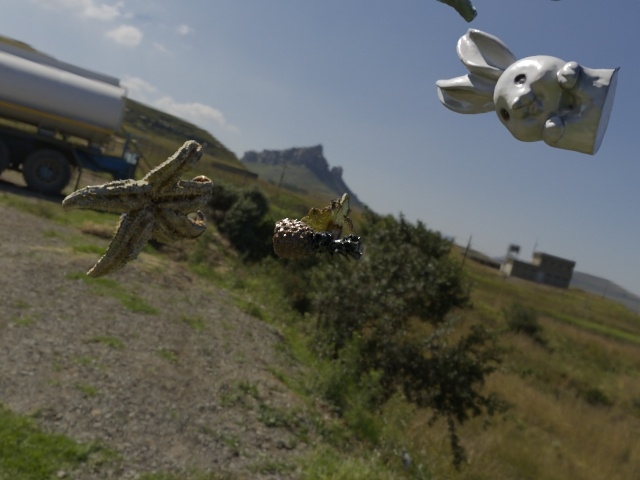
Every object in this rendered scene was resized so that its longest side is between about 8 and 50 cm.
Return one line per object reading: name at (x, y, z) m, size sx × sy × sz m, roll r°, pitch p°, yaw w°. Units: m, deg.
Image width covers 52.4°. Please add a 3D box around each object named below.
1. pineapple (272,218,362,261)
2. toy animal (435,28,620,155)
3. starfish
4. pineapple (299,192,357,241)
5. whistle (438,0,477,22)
pineapple at (0.000, 0.000, 0.860) m, size 0.124 × 0.058 × 0.058 m, roll 3°, pitch -3°, yaw 16°
toy animal at (0.230, -0.179, 0.773) m, size 0.220 × 0.104 × 0.131 m, roll 23°, pitch 32°, yaw 25°
starfish at (-0.231, -0.041, 0.871) m, size 0.071 × 0.216 × 0.238 m, roll 20°, pitch 4°, yaw 35°
pineapple at (0.022, -0.032, 1.164) m, size 0.114 × 0.114 × 0.077 m, roll 21°, pitch 23°, yaw 1°
whistle at (0.254, -0.625, 1.472) m, size 0.189 × 0.189 × 0.348 m, roll 18°, pitch -21°, yaw 47°
